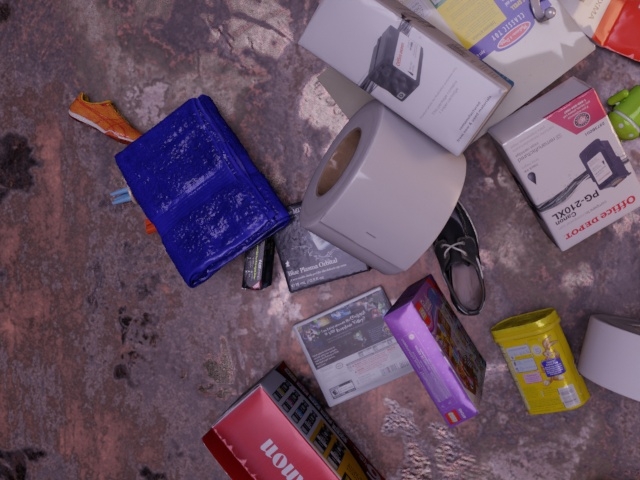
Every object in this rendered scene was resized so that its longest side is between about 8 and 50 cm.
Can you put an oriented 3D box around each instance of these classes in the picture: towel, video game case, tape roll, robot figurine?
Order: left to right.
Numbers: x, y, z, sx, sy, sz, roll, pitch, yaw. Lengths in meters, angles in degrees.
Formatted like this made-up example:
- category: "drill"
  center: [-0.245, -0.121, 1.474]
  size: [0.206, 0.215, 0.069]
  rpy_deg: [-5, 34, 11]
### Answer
- category: "towel"
  center: [-0.224, -0.098, 1.421]
  size: [0.227, 0.076, 0.308]
  rpy_deg: [-35, 72, 3]
- category: "video game case"
  center: [0.066, 0.202, 1.487]
  size: [0.190, 0.022, 0.173]
  rpy_deg: [-25, 89, 10]
- category: "tape roll"
  center: [0.098, -0.087, 1.285]
  size: [0.169, 0.246, 0.246]
  rpy_deg: [31, 98, -16]
- category: "towel"
  center: [0.559, -0.387, 1.386]
  size: [0.083, 0.009, 0.060]
  rpy_deg: [44, 98, 4]
- category: "robot figurine"
  center: [0.551, -0.224, 1.366]
  size: [0.101, 0.067, 0.115]
  rpy_deg: [41, 98, -7]
- category: "tape roll"
  center: [0.572, 0.204, 1.278]
  size: [0.286, 0.286, 0.100]
  rpy_deg: [13, 96, 8]

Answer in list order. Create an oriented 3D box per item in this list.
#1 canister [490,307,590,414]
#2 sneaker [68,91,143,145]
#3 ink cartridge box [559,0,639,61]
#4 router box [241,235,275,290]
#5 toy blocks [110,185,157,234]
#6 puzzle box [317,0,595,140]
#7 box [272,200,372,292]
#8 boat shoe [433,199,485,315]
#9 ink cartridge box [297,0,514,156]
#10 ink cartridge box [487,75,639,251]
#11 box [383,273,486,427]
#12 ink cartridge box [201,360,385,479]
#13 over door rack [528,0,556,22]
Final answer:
- category: "canister"
  center: [0.392, 0.218, 1.393]
  size: [0.126, 0.073, 0.170]
  rpy_deg: [-22, 93, 45]
- category: "sneaker"
  center: [-0.408, -0.235, 1.519]
  size: [0.175, 0.064, 0.067]
  rpy_deg: [29, 87, 4]
- category: "ink cartridge box"
  center: [0.504, -0.503, 1.342]
  size: [0.384, 0.091, 0.308]
  rpy_deg: [27, 96, 10]
- category: "router box"
  center: [-0.114, 0.029, 1.470]
  size: [0.038, 0.092, 0.123]
  rpy_deg: [7, 95, 8]
- category: "toy blocks"
  center: [-0.326, -0.068, 1.517]
  size: [0.148, 0.054, 0.123]
  rpy_deg: [-17, 90, 9]
- category: "puzzle box"
  center: [0.230, -0.310, 1.369]
  size: [0.409, 0.052, 0.272]
  rpy_deg: [-37, 90, 21]
- category: "box"
  center: [0.000, 0.000, 1.452]
  size: [0.155, 0.093, 0.158]
  rpy_deg: [-17, 89, 9]
- category: "boat shoe"
  center: [0.251, 0.023, 1.422]
  size: [0.084, 0.079, 0.233]
  rpy_deg: [-14, 89, 11]
- category: "ink cartridge box"
  center: [0.145, -0.284, 1.253]
  size: [0.307, 0.223, 0.129]
  rpy_deg: [37, 111, 5]
- category: "ink cartridge box"
  center: [0.422, -0.127, 1.332]
  size: [0.172, 0.100, 0.237]
  rpy_deg: [-32, 113, 9]
- category: "box"
  center: [0.202, 0.175, 1.327]
  size: [0.057, 0.293, 0.201]
  rpy_deg: [-31, 87, 15]
- category: "ink cartridge box"
  center: [-0.038, 0.394, 1.387]
  size: [0.130, 0.272, 0.309]
  rpy_deg: [-42, 87, 9]
- category: "over door rack"
  center: [0.405, -0.529, 1.190]
  size: [0.239, 0.108, 0.324]
  rpy_deg: [-22, 107, -5]
